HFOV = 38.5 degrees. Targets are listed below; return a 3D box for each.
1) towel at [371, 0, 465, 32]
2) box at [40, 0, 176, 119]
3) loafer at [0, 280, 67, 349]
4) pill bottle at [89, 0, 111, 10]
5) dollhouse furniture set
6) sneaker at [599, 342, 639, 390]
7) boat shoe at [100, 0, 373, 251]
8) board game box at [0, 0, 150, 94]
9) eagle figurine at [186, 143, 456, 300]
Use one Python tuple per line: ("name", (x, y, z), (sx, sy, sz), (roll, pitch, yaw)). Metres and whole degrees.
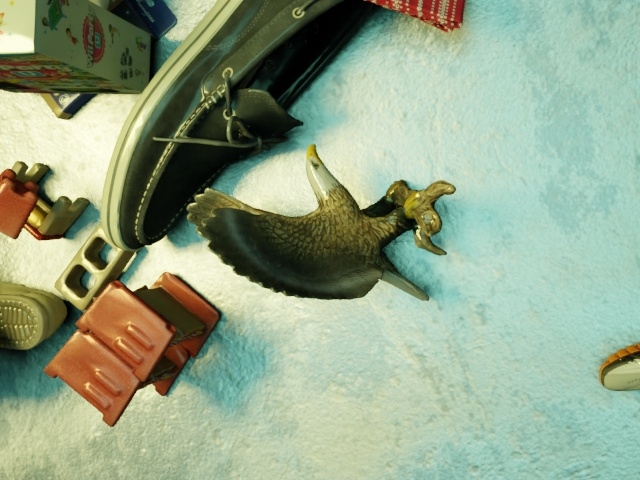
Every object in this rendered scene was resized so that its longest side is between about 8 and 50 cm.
("towel", (0.057, -0.378, 1.153), (0.275, 0.031, 0.198), (15, 63, -11))
("box", (-0.332, -0.298, 1.328), (0.225, 0.036, 0.136), (-38, 82, 9))
("loafer", (-0.480, 0.106, 1.339), (0.269, 0.092, 0.101), (10, 98, 28))
("pill bottle", (-0.309, -0.413, 1.252), (0.118, 0.117, 0.208), (13, 66, 12))
("dollhouse furniture set", (-0.338, 0.058, 1.246), (0.374, 0.201, 0.152), (39, 98, 9))
("sneaker", (0.479, 0.181, 1.117), (0.263, 0.099, 0.121), (-6, 93, 14))
("boat shoe", (-0.111, -0.180, 1.205), (0.156, 0.187, 0.500), (38, 93, 16))
("board game box", (-0.380, -0.253, 1.163), (0.224, 0.303, 0.097), (2, 90, 14))
("eagle figurine", (-0.004, -0.010, 1.158), (0.298, 0.226, 0.225), (-20, 58, -11))
